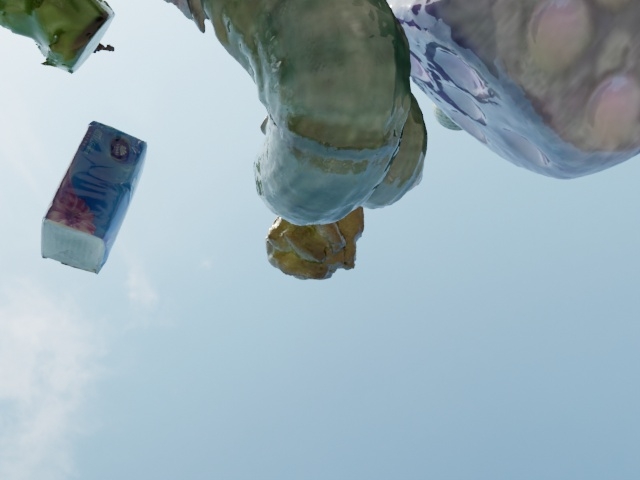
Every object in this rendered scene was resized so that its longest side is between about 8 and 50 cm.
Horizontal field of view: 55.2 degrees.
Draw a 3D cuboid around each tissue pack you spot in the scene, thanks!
[{"bbox_3d":[-0.491,-0.091,1.334,0.146,0.198,0.263,20,-121,-16],"label":"tissue pack"}]

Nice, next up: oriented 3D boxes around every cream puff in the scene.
[{"bbox_3d":[-0.010,-0.013,1.329,0.196,0.244,0.244,14,-132,31],"label":"cream puff"}]

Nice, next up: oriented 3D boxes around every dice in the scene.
[{"bbox_3d":[0.244,-0.248,0.654,0.270,0.270,0.271,39,-174,-27],"label":"dice"}]

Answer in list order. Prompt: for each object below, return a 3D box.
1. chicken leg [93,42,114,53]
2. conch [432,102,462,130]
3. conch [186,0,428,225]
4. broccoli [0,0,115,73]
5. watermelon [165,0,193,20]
[{"bbox_3d":[-0.412,-0.352,1.091,0.083,0.036,0.021,23,-141,-41],"label":"chicken leg"},{"bbox_3d":[0.357,-0.357,1.475,0.131,0.200,0.172,29,-121,-3],"label":"conch"},{"bbox_3d":[-0.001,-0.118,0.516,0.277,0.195,0.220,34,-169,-30],"label":"conch"},{"bbox_3d":[-0.367,-0.304,0.657,0.297,0.298,0.297,37,-127,-17],"label":"broccoli"},{"bbox_3d":[-0.354,-0.633,1.453,0.241,0.154,0.094,19,-109,-26],"label":"watermelon"}]
